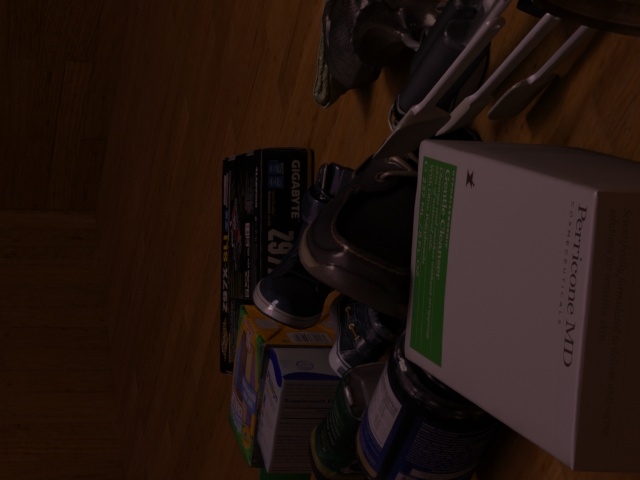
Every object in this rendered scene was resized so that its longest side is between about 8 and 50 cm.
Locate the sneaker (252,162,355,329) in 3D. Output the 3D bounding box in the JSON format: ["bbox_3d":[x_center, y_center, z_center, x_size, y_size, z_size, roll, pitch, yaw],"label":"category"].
[{"bbox_3d":[-0.002,-0.001,1.986,0.226,0.086,0.163,-54,-12,-67],"label":"sneaker"}]

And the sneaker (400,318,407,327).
[{"bbox_3d":[0.089,0.036,1.806,0.188,0.078,0.067,-115,30,-59],"label":"sneaker"}]

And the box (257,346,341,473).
[{"bbox_3d":[0.000,0.200,2.032,0.072,0.126,0.137,-112,28,-58],"label":"box"}]

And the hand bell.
[{"bbox_3d":[0.242,-0.281,1.272,0.126,0.126,0.242,-172,94,-74],"label":"hand bell"}]

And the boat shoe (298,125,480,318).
[{"bbox_3d":[0.074,-0.039,1.595,0.355,0.132,0.130,-58,-7,-69],"label":"boat shoe"}]

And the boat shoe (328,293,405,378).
[{"bbox_3d":[0.059,0.091,1.965,0.083,0.065,0.183,-46,16,20],"label":"boat shoe"}]

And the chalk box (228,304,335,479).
[{"bbox_3d":[-0.035,0.201,2.147,0.132,0.132,0.213,-124,39,-64],"label":"chalk box"}]

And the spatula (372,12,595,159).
[{"bbox_3d":[0.150,-0.136,1.458,0.019,0.168,0.242,69,154,14],"label":"spatula"}]

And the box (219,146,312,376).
[{"bbox_3d":[-0.079,0.036,2.421,0.257,0.079,0.322,174,97,-76],"label":"box"}]

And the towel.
[{"bbox_3d":[0.023,-0.240,2.067,0.110,0.027,0.148,-44,-38,-61],"label":"towel"}]

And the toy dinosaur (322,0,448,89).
[{"bbox_3d":[0.044,-0.235,1.913,0.313,0.121,0.160,147,136,-67],"label":"toy dinosaur"}]

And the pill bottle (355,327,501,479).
[{"bbox_3d":[0.114,0.147,1.626,0.219,0.123,0.123,110,156,-48],"label":"pill bottle"}]

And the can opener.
[{"bbox_3d":[0.153,-0.181,1.548,0.283,0.095,0.076,124,166,-67],"label":"can opener"}]

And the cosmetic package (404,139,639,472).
[{"bbox_3d":[0.193,0.035,1.292,0.365,0.155,0.197,-154,67,-74],"label":"cosmetic package"}]

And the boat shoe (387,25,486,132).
[{"bbox_3d":[0.106,-0.134,1.767,0.078,0.070,0.219,-104,21,-43],"label":"boat shoe"}]

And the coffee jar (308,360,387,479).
[{"bbox_3d":[0.048,0.207,1.909,0.184,0.096,0.079,115,146,-54],"label":"coffee jar"}]
